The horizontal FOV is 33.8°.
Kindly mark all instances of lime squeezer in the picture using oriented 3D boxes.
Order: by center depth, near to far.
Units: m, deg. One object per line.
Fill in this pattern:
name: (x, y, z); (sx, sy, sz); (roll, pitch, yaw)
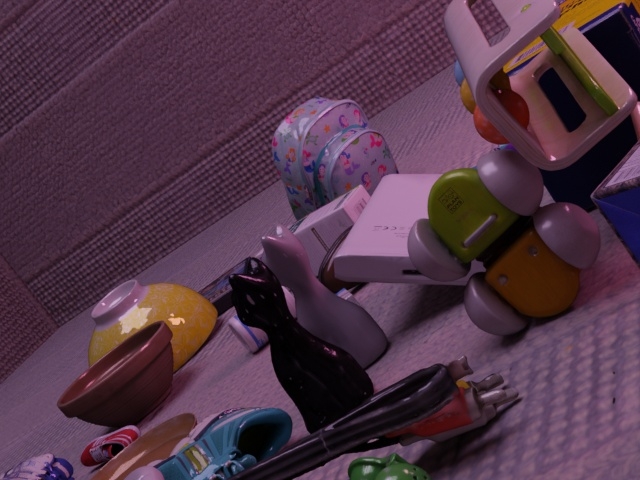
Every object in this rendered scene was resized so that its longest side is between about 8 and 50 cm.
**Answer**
lime squeezer: (0.048, 0.230, 0.880); (0.310, 0.059, 0.110); (-170, 100, -76)

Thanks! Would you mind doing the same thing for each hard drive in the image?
hard drive: (0.152, -0.022, 1.406); (0.203, 0.040, 0.307); (1, 22, 15)

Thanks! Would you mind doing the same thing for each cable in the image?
cable: (0.037, 0.185, 0.938); (0.287, 0.072, 0.139); (-31, -7, 7)

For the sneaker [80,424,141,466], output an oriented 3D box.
sneaker: (-0.350, 0.343, 1.703); (0.118, 0.042, 0.067); (-31, 8, 18)

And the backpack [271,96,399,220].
backpack: (0.027, -0.161, 2.155); (0.225, 0.253, 0.191); (-40, 30, -27)

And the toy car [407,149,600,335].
toy car: (0.193, -0.008, 1.083); (0.159, 0.182, 0.136); (-48, -2, 31)

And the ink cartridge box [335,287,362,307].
ink cartridge box: (0.031, 0.100, 1.559); (0.048, 0.028, 0.083); (-37, 10, -4)

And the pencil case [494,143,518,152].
pencil case: (0.343, -0.167, 1.614); (0.152, 0.070, 0.064); (-30, -5, 23)

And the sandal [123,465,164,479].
sandal: (-0.157, 0.351, 0.869); (0.169, 0.102, 0.416); (-49, 19, 15)

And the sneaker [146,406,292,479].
sneaker: (-0.122, 0.263, 1.139); (0.110, 0.107, 0.275); (-18, 19, 34)

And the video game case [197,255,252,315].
video game case: (-0.262, 0.148, 2.333); (0.275, 0.035, 0.248); (-36, 10, 5)

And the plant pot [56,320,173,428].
plant pot: (-0.342, 0.256, 1.882); (0.237, 0.109, 0.237); (-36, 10, 7)

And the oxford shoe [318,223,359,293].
oxford shoe: (0.093, 0.004, 1.651); (0.227, 0.083, 0.096); (-39, 14, -9)

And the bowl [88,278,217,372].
bowl: (-0.365, 0.172, 2.108); (0.289, 0.156, 0.289); (-32, 20, 13)

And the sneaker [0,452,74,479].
sneaker: (-0.447, 0.385, 1.643); (0.131, 0.112, 0.296); (-39, 11, -18)

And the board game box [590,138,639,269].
board game box: (0.399, -0.086, 0.827); (0.291, 0.141, 0.232); (-43, 12, -33)

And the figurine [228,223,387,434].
figurine: (-0.019, 0.089, 1.252); (0.092, 0.209, 0.215); (-33, 10, 20)

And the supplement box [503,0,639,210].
supplement box: (0.377, -0.217, 1.357); (0.195, 0.194, 0.356); (-30, 12, 33)

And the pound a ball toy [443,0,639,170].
pound a ball toy: (0.226, -0.140, 1.050); (0.136, 0.208, 0.319); (-41, 19, 18)

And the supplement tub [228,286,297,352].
supplement tub: (-0.092, 0.127, 1.739); (0.107, 0.071, 0.071); (-39, 10, -13)

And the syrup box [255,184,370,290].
syrup box: (0.000, 0.000, 1.942); (0.237, 0.096, 0.093); (-28, 13, 37)

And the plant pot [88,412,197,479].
plant pot: (-0.262, 0.332, 1.484); (0.236, 0.032, 0.236); (-34, 10, 7)
